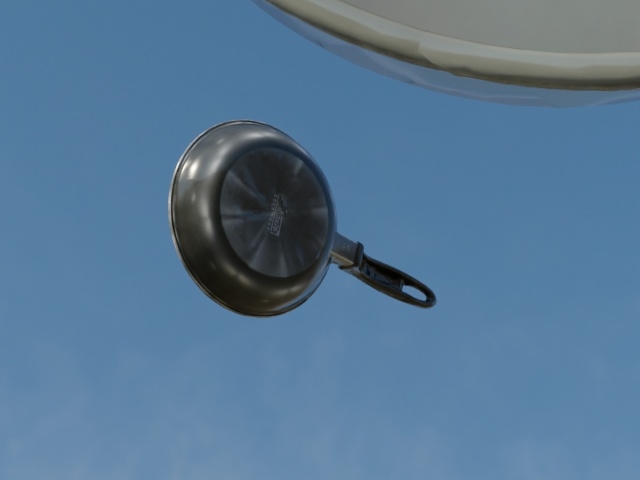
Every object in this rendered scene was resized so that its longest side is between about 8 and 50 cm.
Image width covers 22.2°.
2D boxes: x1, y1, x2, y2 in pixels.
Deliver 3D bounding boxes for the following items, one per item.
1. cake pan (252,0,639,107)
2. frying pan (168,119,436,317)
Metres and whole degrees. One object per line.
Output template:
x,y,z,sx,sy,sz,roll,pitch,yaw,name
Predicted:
0.066,-0.162,0.491,0.293,0.293,0.054,1,-25,-2,cake pan
-0.016,0.020,1.612,0.326,0.197,0.053,46,-32,-20,frying pan
